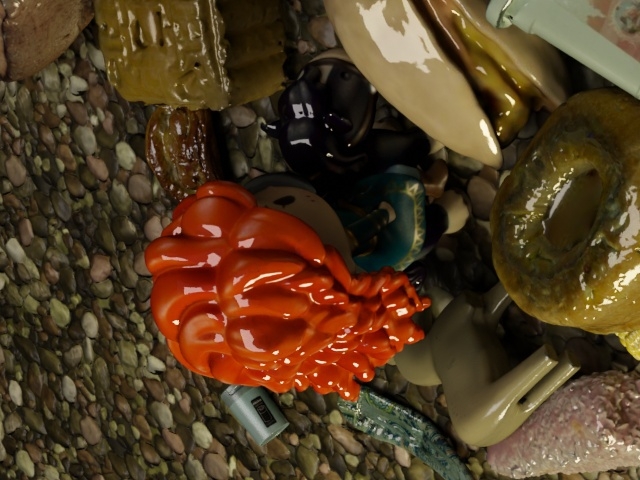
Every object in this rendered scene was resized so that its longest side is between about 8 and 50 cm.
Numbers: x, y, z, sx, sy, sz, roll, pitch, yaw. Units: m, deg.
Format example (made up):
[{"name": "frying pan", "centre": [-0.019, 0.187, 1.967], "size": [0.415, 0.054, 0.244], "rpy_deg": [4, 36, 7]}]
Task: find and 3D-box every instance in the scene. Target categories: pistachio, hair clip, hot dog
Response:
[{"name": "pistachio", "centre": [0.123, -0.214, 1.665], "size": [0.299, 0.187, 0.187], "rpy_deg": [53, 135, -2]}, {"name": "hair clip", "centre": [0.110, 0.240, 1.968], "size": [0.229, 0.036, 0.066], "rpy_deg": [33, 123, 35]}, {"name": "hot dog", "centre": [-0.165, -0.107, 2.043], "size": [0.099, 0.065, 0.147], "rpy_deg": [1, 107, 32]}]

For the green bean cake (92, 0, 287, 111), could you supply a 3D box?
[{"name": "green bean cake", "centre": [-0.157, -0.266, 1.916], "size": [0.224, 0.131, 0.230], "rpy_deg": [9, 113, 41]}]

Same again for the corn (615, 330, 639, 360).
[{"name": "corn", "centre": [0.363, 0.059, 1.637], "size": [0.165, 0.063, 0.085], "rpy_deg": [-39, 70, 43]}]

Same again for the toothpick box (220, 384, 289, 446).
[{"name": "toothpick box", "centre": [-0.085, 0.219, 2.124], "size": [0.083, 0.052, 0.052], "rpy_deg": [51, 134, 11]}]

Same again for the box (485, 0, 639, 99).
[{"name": "box", "centre": [0.312, -0.281, 1.470], "size": [0.182, 0.175, 0.312], "rpy_deg": [38, 131, 11]}]

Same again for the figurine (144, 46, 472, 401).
[{"name": "figurine", "centre": [0.003, -0.011, 1.704], "size": [0.241, 0.412, 0.306], "rpy_deg": [12, 146, 33]}]

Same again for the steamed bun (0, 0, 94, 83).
[{"name": "steamed bun", "centre": [-0.377, -0.351, 2.031], "size": [0.251, 0.199, 0.301], "rpy_deg": [50, 163, 2]}]

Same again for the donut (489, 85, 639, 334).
[{"name": "donut", "centre": [0.278, -0.026, 1.593], "size": [0.208, 0.128, 0.261], "rpy_deg": [55, 131, 38]}]

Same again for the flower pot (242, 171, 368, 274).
[{"name": "flower pot", "centre": [-0.074, 0.068, 1.970], "size": [0.269, 0.166, 0.269], "rpy_deg": [21, 123, 36]}]

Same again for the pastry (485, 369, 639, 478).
[{"name": "pastry", "centre": [0.277, 0.198, 1.746], "size": [0.265, 0.112, 0.103], "rpy_deg": [-19, 77, 42]}]

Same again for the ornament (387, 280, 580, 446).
[{"name": "ornament", "centre": [0.162, 0.122, 1.805], "size": [0.245, 0.061, 0.230], "rpy_deg": [-48, 40, 33]}]
